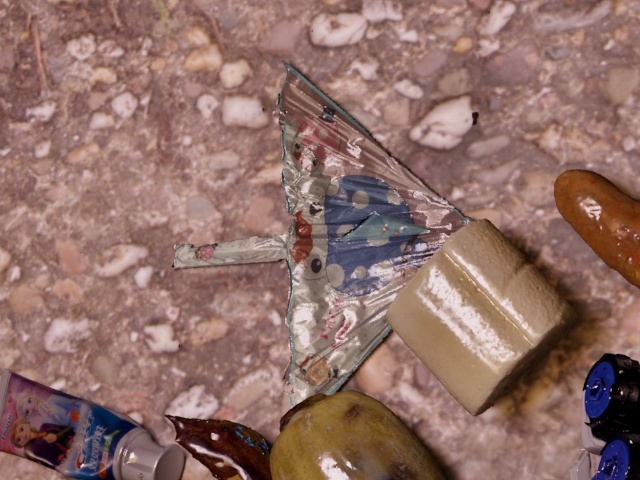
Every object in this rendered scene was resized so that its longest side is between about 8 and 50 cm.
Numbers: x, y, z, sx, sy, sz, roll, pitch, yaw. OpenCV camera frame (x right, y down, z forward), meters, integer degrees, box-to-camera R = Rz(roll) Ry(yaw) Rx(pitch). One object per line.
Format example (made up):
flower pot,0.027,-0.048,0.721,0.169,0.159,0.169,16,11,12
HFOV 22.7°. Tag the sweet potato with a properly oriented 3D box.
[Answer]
sweet potato,0.365,0.032,1.505,0.354,0.095,0.106,26,53,22

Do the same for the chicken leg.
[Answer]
chicken leg,-0.067,0.262,1.668,0.063,0.105,0.234,-46,70,23

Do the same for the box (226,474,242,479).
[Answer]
box,-0.102,0.362,1.621,0.152,0.070,0.237,53,144,19

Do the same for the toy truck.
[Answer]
toy truck,0.299,0.224,1.470,0.213,0.161,0.177,-89,23,-47

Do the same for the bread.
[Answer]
bread,0.159,0.076,1.574,0.141,0.134,0.148,48,115,17

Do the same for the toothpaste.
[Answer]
toothpaste,-0.275,0.222,1.801,0.266,0.061,0.096,14,90,31

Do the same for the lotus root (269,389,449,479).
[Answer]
lotus root,0.061,0.271,1.592,0.154,0.154,0.278,-43,73,14

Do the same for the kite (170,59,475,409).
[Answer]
kite,0.000,0.000,1.722,0.368,0.014,0.406,-5,82,24
